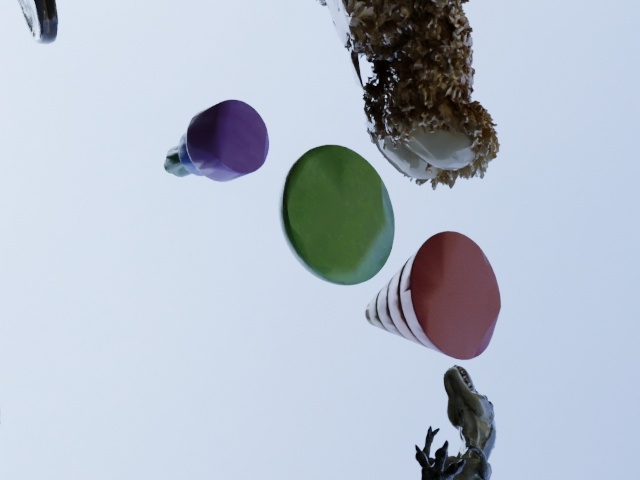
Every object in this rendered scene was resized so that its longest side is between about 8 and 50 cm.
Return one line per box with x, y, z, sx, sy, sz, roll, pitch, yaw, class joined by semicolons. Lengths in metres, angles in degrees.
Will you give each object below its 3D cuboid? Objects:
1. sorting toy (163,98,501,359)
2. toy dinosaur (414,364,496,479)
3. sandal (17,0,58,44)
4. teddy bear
0.000;0.000;1.489;0.126;0.365;0.127;-17;-133;48;sorting toy
0.071;0.200;1.090;0.064;0.118;0.268;9;-112;26;toy dinosaur
-0.267;-0.245;1.263;0.060;0.219;0.090;-29;-176;-15;sandal
0.057;-0.198;1.227;0.113;0.245;0.338;-20;-104;-7;teddy bear
